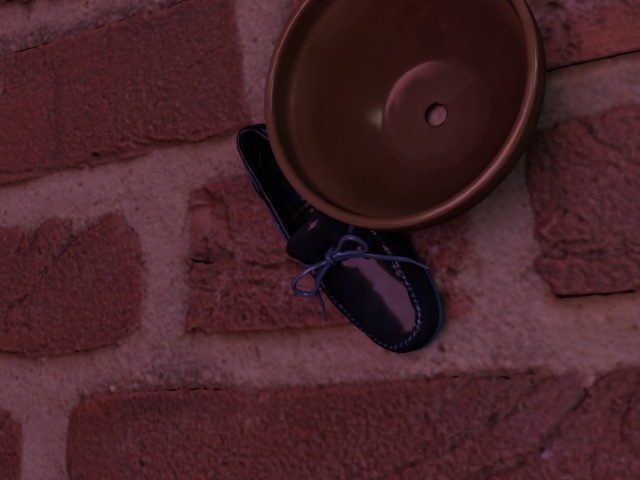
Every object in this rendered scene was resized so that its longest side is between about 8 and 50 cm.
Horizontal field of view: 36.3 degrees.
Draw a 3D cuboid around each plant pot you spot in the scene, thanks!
[{"bbox_3d":[0.080,-0.119,0.817,0.237,0.110,0.237,-5,79,28],"label":"plant pot"}]

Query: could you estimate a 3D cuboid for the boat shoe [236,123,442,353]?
[{"bbox_3d":[0.000,0.000,0.867,0.258,0.089,0.109,47,108,26],"label":"boat shoe"}]
